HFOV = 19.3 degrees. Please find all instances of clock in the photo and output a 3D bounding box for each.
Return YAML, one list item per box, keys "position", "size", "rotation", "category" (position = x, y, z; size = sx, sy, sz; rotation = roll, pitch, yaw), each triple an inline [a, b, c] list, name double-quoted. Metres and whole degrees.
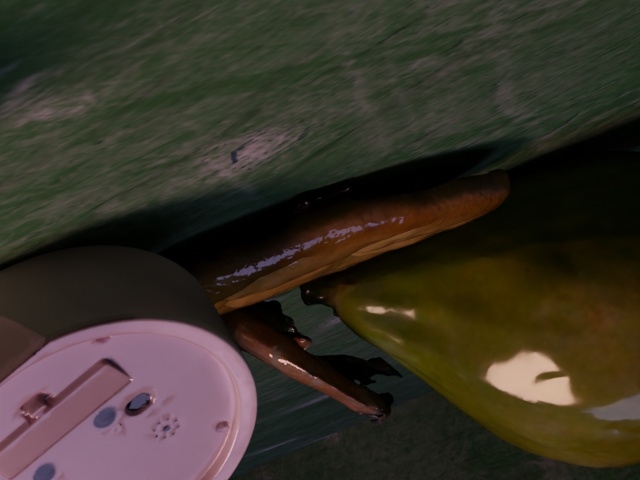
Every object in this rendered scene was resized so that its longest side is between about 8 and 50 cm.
- position: [-0.138, 0.098, 1.074]
  size: [0.197, 0.068, 0.197]
  rotation: [-16, 134, -17]
  category: "clock"

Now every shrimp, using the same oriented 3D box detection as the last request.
- position: [-0.011, 0.081, 1.396]
  size: [0.046, 0.152, 0.219]
  rotation: [-62, -179, 0]
  category: "shrimp"

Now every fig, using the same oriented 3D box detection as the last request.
- position: [0.169, 0.064, 1.363]
  size: [0.314, 0.233, 0.233]
  rotation: [-22, 171, 5]
  category: "fig"

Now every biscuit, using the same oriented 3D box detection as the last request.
- position: [0.002, 0.005, 1.231]
  size: [0.260, 0.041, 0.203]
  rotation: [-19, 171, -2]
  category: "biscuit"
